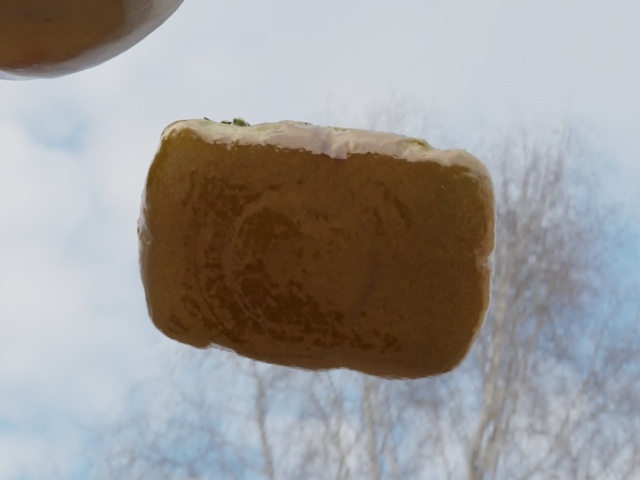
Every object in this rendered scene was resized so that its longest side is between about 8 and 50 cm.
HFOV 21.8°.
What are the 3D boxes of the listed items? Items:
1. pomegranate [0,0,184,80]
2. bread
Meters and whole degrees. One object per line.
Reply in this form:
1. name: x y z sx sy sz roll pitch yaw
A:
1. pomegranate: -0.289 -0.353 1.577 0.411 0.411 0.411 8 -47 9
2. bread: 0.000 0.000 1.138 0.245 0.121 0.174 10 -66 10
